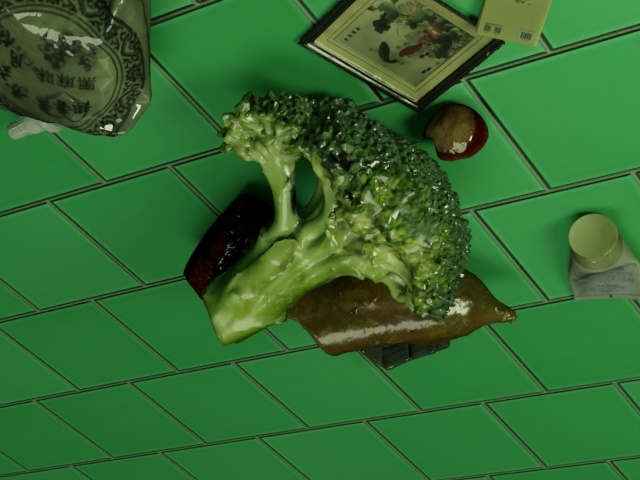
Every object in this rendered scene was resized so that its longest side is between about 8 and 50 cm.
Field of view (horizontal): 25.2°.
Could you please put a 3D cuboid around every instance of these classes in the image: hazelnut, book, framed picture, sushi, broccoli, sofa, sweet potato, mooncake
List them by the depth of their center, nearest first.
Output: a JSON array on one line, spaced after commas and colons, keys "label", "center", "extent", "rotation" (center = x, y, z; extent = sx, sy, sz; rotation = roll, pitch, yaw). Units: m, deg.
[{"label": "book", "center": [0.235, -0.284, 1.714], "extent": [0.077, 0.014, 0.111], "rotation": [12, 138, -1]}, {"label": "mooncake", "center": [-0.334, -0.260, 1.807], "extent": [0.254, 0.136, 0.250], "rotation": [11, 136, 2]}, {"label": "framed picture", "center": [0.100, -0.252, 1.811], "extent": [0.199, 0.010, 0.195], "rotation": [28, 142, -21]}, {"label": "hazelnut", "center": [0.179, -0.140, 1.894], "extent": [0.086, 0.086, 0.086], "rotation": [9, 145, 6]}, {"label": "broccoli", "center": [0.028, 0.016, 1.940], "extent": [0.353, 0.275, 0.397], "rotation": [30, 115, 26]}, {"label": "sushi", "center": [-0.116, 0.028, 2.171], "extent": [0.126, 0.136, 0.225], "rotation": [30, 147, -10]}, {"label": "sweet potato", "center": [0.110, 0.092, 2.184], "extent": [0.370, 0.158, 0.158], "rotation": [-8, 142, 10]}, {"label": "sofa", "center": [0.132, 0.161, 2.344], "extent": [0.147, 0.060, 0.085], "rotation": [-22, 132, 40]}]

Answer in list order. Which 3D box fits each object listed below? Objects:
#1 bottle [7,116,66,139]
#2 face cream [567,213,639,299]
[{"label": "bottle", "center": [-0.363, -0.185, 2.009], "extent": [0.217, 0.060, 0.060], "rotation": [-20, 134, 36]}, {"label": "face cream", "center": [0.412, 0.039, 2.097], "extent": [0.114, 0.070, 0.224], "rotation": [-1, 156, 20]}]
